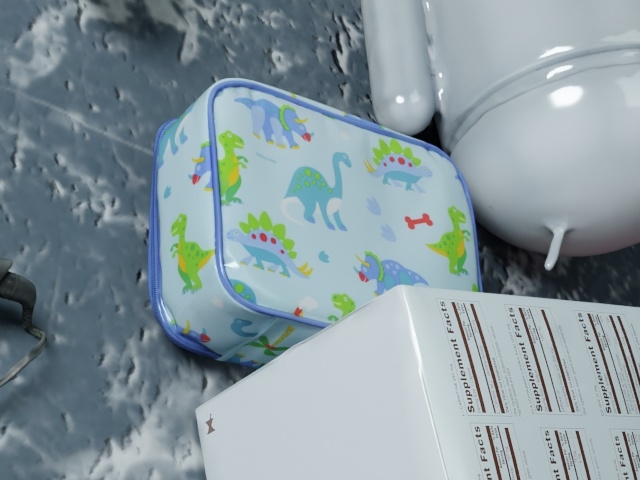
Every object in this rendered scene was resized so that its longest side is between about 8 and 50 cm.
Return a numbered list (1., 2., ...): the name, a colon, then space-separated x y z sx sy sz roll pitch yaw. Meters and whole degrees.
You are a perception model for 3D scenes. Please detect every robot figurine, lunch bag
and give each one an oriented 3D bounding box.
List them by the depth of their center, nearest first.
1. lunch bag: 0.000 0.000 0.985 0.219 0.090 0.176 16 56 -35
2. robot figurine: 0.172 -0.138 1.146 0.300 0.199 0.353 -6 66 -14

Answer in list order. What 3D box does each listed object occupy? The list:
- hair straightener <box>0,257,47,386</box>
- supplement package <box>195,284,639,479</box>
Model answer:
1. hair straightener: -0.238 0.032 0.797 0.230 0.047 0.089 21 72 -39
2. supplement package: 0.075 0.134 0.889 0.203 0.194 0.149 7 61 -39
